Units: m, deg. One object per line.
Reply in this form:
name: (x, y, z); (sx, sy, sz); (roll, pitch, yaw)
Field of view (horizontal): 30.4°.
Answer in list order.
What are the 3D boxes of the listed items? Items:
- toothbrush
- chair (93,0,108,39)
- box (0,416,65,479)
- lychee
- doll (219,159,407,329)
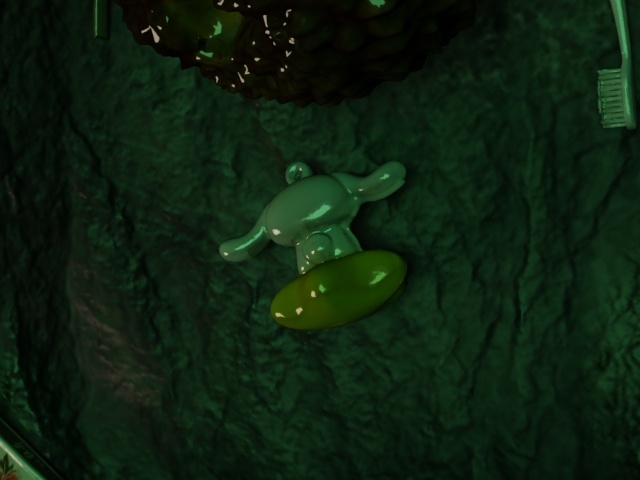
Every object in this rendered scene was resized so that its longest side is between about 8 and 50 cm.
toothbrush: (0.177, -0.197, 0.727); (0.024, 0.018, 0.257); (-2, 95, 25)
chair: (-0.194, -0.254, 0.809); (0.095, 0.104, 0.222); (21, 104, 33)
box: (-0.254, 0.197, 0.897); (0.198, 0.029, 0.109); (41, 106, 12)
lychee: (-0.004, -0.213, 0.675); (0.267, 0.267, 0.268); (2, 95, 18)
doll: (-0.007, 0.003, 0.783); (0.135, 0.071, 0.113); (1, 87, 23)
